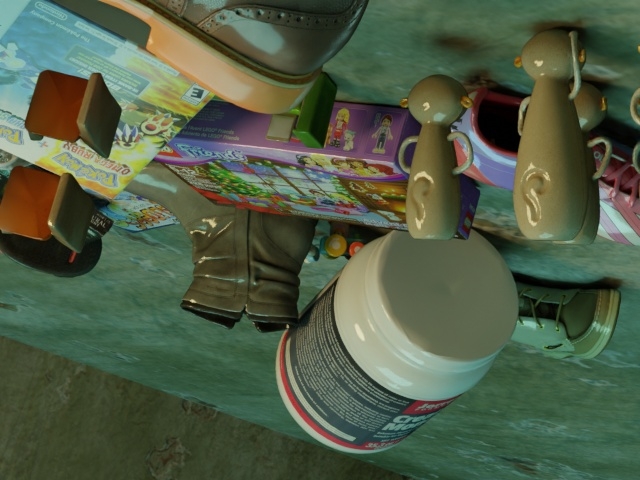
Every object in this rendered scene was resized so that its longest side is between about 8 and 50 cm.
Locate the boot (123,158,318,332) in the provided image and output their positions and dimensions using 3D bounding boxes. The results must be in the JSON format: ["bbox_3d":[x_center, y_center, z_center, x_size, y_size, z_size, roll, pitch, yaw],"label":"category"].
[{"bbox_3d":[-0.127,0.004,1.749,0.247,0.161,0.083,16,166,-1],"label":"boot"}]

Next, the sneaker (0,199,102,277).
[{"bbox_3d":[-0.420,-0.052,2.020,0.314,0.116,0.136,26,174,-12],"label":"sneaker"}]

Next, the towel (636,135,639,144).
[{"bbox_3d":[0.311,-0.075,1.242,0.119,0.029,0.067,3,161,39],"label":"towel"}]

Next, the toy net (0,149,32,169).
[{"bbox_3d":[-0.395,-0.116,1.740,0.232,0.045,0.122,12,-148,-40],"label":"toy net"}]

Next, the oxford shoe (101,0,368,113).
[{"bbox_3d":[-0.130,-0.226,1.024,0.364,0.130,0.133,28,130,-19],"label":"oxford shoe"}]

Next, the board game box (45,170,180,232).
[{"bbox_3d":[-0.236,-0.055,1.901,0.136,0.035,0.201,22,165,-25],"label":"board game box"}]

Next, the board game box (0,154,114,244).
[{"bbox_3d":[-0.343,-0.057,1.901,0.186,0.026,0.126,36,159,-17],"label":"board game box"}]

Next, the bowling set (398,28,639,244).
[{"bbox_3d":[0.213,-0.074,1.198,0.287,0.154,0.200,1,179,41],"label":"bowling set"}]

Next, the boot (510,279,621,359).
[{"bbox_3d":[0.236,0.076,1.825,0.165,0.077,0.213,21,166,-10],"label":"boot"}]

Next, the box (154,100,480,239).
[{"bbox_3d":[-0.017,-0.075,1.539,0.293,0.057,0.201,8,164,28],"label":"box"}]

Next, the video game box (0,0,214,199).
[{"bbox_3d":[-0.216,-0.136,1.369,0.205,0.048,0.187,25,138,-26],"label":"video game box"}]

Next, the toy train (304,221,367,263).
[{"bbox_3d":[0.000,0.000,1.854,0.166,0.046,0.125,0,175,34],"label":"toy train"}]

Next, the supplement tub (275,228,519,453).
[{"bbox_3d":[0.080,0.107,1.763,0.191,0.191,0.272,19,148,-15],"label":"supplement tub"}]

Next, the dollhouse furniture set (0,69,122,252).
[{"bbox_3d":[-0.278,-0.137,1.158,0.262,0.259,0.135,14,169,4],"label":"dollhouse furniture set"}]

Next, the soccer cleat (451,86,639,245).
[{"bbox_3d":[0.217,-0.060,1.309,0.248,0.083,0.095,19,161,-4],"label":"soccer cleat"}]

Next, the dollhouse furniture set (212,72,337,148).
[{"bbox_3d":[-0.063,-0.120,1.408,0.152,0.058,0.076,9,164,23],"label":"dollhouse furniture set"}]
